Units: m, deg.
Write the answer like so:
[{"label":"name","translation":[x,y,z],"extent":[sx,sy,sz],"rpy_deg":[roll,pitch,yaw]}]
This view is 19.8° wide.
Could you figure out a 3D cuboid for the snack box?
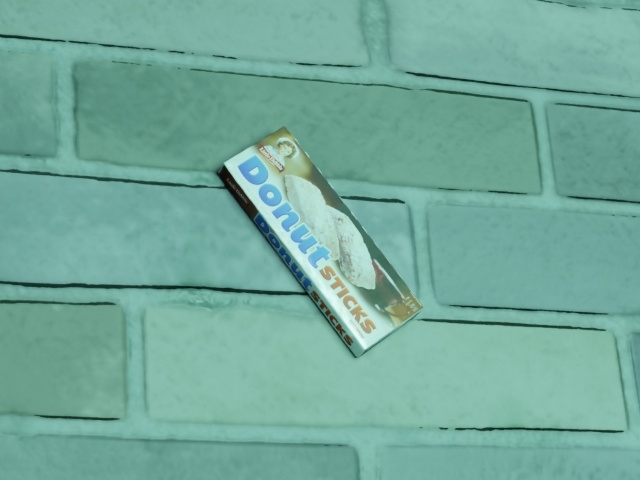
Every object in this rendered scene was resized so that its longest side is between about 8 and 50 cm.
[{"label":"snack box","translation":[0.000,0.000,1.394],"extent":[0.064,0.022,0.178],"rpy_deg":[-34,82,-28]}]
